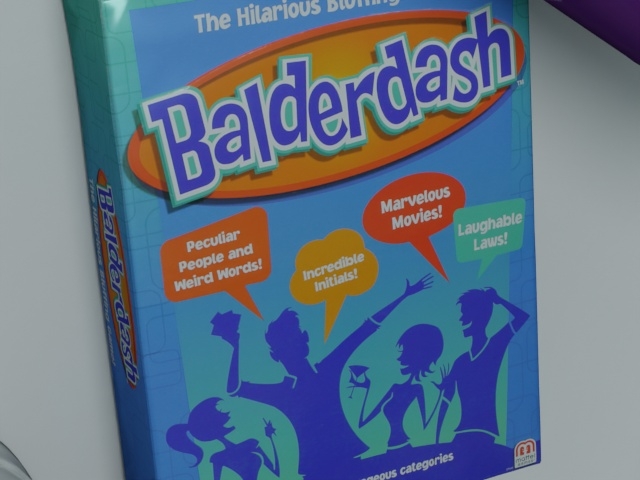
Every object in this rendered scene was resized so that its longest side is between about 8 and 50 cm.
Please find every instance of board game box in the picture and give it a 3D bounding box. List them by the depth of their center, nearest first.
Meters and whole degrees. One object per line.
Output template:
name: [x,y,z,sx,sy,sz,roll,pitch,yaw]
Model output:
board game box: [0.000,0.000,0.570,0.160,0.047,0.210,-13,111,-22]

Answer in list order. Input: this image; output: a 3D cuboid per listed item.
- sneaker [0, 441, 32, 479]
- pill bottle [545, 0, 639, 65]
sneaker: [-0.068,0.215,0.540,0.108,0.169,0.292,-33,119,-15]
pill bottle: [0.088,-0.167,0.467,0.323,0.181,0.181,29,92,-22]
